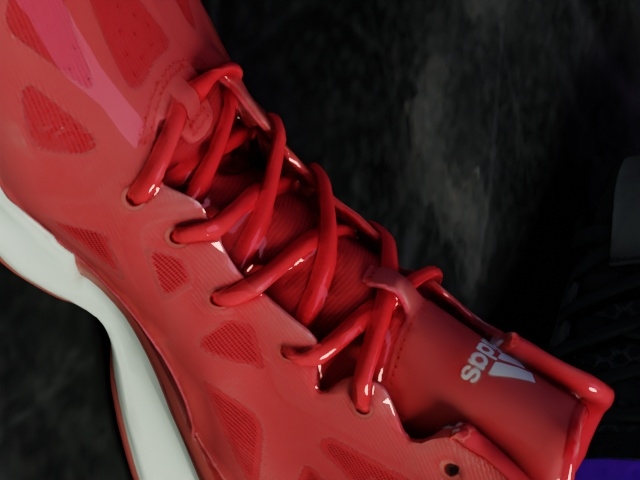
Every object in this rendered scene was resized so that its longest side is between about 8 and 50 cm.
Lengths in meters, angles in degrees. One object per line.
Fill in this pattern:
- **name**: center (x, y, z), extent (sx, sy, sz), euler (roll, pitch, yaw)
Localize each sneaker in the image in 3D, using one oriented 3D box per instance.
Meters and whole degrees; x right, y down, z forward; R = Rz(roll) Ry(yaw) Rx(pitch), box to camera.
- **sneaker**: center (0.000, 0.000, 0.420), extent (0.087, 0.128, 0.221), euler (-58, 139, -32)
- **sneaker**: center (0.109, 0.046, 0.630), extent (0.293, 0.102, 0.146), euler (-28, 115, -57)
